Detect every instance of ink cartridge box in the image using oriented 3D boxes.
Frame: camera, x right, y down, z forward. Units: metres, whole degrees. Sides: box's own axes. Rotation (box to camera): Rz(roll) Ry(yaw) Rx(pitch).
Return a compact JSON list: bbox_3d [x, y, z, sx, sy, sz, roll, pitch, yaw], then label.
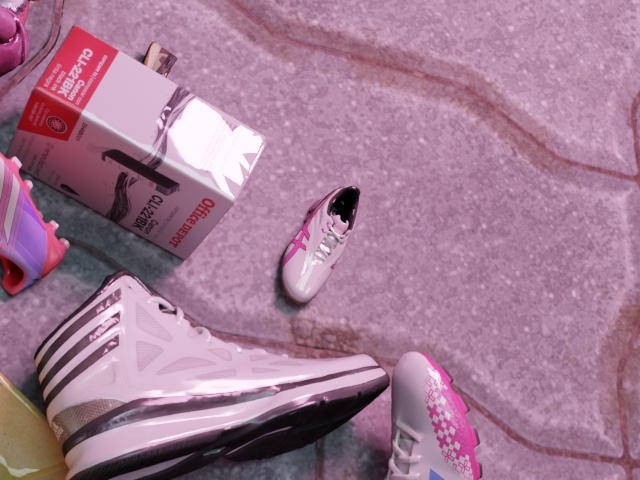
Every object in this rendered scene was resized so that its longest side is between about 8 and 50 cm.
[{"bbox_3d":[-0.232,-0.114,1.486,0.273,0.197,0.114,29,58,-11],"label":"ink cartridge box"}]

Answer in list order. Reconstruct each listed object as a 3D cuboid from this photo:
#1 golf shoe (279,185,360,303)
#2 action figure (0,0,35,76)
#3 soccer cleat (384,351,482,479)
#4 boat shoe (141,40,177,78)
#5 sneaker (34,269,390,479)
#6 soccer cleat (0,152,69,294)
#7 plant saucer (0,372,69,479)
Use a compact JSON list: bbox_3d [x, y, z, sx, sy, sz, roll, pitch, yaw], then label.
[{"bbox_3d":[0.000,0.000,1.617,0.067,0.086,0.186,30,58,-13],"label":"golf shoe"},{"bbox_3d":[-0.443,-0.203,1.394,0.275,0.248,0.370,48,58,0],"label":"action figure"},{"bbox_3d":[0.128,0.308,1.479,0.143,0.116,0.331,-15,91,-25],"label":"soccer cleat"},{"bbox_3d":[-0.228,-0.205,1.618,0.049,0.056,0.152,18,59,-12],"label":"boat shoe"},{"bbox_3d":[-0.130,0.133,1.438,0.448,0.169,0.257,-7,62,-38],"label":"sneaker"},{"bbox_3d":[-0.377,-0.037,1.374,0.083,0.248,0.095,26,65,35],"label":"soccer cleat"},{"bbox_3d":[-0.439,0.215,1.218,0.333,0.081,0.332,46,24,-6],"label":"plant saucer"}]
